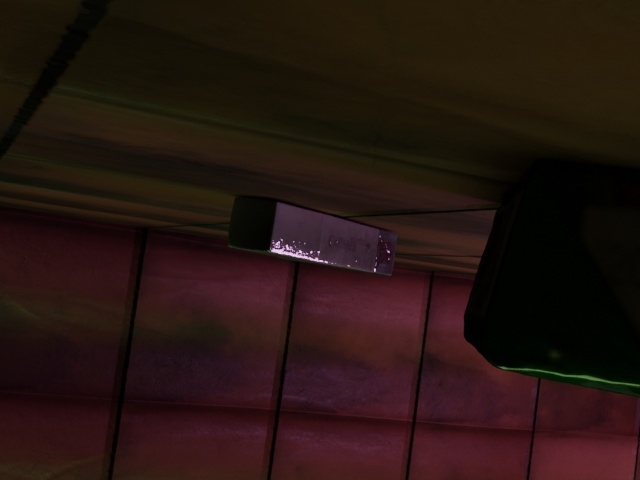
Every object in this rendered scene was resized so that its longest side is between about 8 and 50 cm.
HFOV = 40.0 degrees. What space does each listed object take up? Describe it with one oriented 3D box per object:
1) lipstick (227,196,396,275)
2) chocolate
[{"bbox_3d":[0.000,0.000,1.345,0.079,0.076,0.371,8,178,31],"label":"lipstick"},{"bbox_3d":[0.304,0.049,0.755,0.341,0.162,0.360,7,177,7],"label":"chocolate"}]
